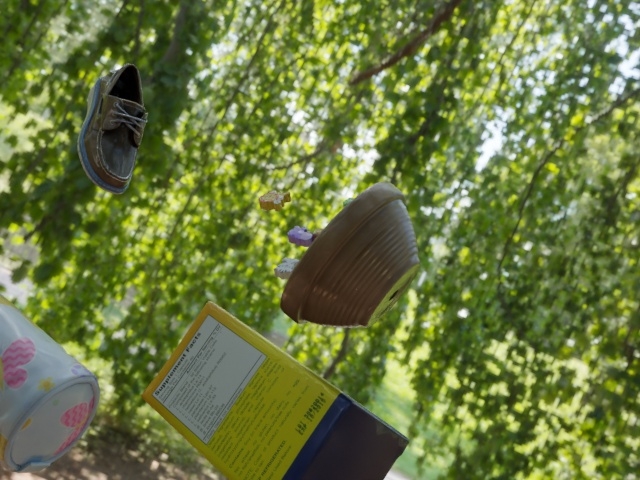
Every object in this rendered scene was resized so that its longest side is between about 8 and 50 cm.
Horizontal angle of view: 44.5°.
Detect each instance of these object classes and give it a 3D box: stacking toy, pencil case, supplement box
[{"bbox_3d":[0.000,0.000,1.420,0.221,0.052,0.167,7,-56,25],"label":"stacking toy"},{"bbox_3d":[-0.356,0.119,0.813,0.273,0.124,0.113,32,-17,22],"label":"pencil case"},{"bbox_3d":[-0.077,0.277,1.224,0.356,0.194,0.195,28,-11,42],"label":"supplement box"}]

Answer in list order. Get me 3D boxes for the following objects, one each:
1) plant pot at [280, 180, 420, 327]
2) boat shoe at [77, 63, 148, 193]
[{"bbox_3d":[0.062,0.043,1.089,0.109,0.237,0.237,40,-5,14],"label":"plant pot"},{"bbox_3d":[-0.239,-0.138,0.914,0.066,0.183,0.066,21,-47,-40],"label":"boat shoe"}]
